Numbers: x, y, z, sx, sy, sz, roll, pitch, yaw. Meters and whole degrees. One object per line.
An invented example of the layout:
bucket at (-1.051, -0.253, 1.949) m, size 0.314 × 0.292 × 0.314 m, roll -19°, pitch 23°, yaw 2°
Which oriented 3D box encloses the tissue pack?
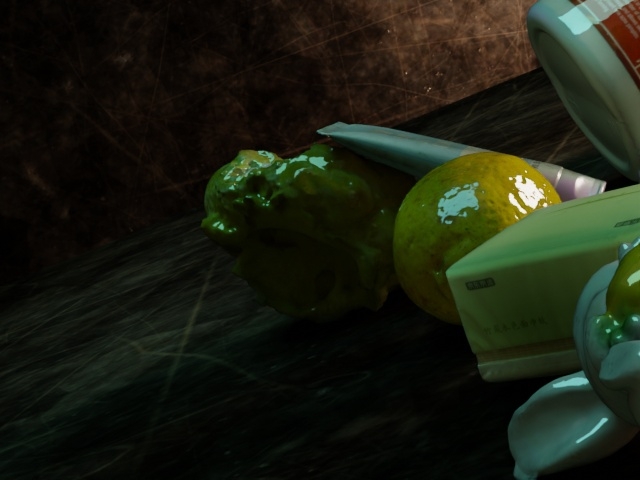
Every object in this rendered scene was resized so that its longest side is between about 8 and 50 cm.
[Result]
tissue pack at (0.247, 0.028, 1.502) m, size 0.234 × 0.125 × 0.159 m, roll -12°, pitch 14°, yaw 46°

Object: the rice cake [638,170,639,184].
rice cake at (0.477, -0.103, 2.004) m, size 0.198 × 0.037 × 0.189 m, roll -27°, pitch 10°, yaw -27°

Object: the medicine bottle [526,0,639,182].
medicine bottle at (0.403, -0.229, 2.136) m, size 0.241 × 0.252 × 0.252 m, roll -32°, pitch 9°, yaw -2°

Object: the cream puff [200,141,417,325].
cream puff at (-0.002, -0.001, 2.079) m, size 0.282 × 0.185 × 0.282 m, roll 15°, pitch -10°, yaw 3°

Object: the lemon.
lemon at (0.156, -0.002, 1.790) m, size 0.170 × 0.170 × 0.207 m, roll -17°, pitch 16°, yaw 34°

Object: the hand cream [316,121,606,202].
hand cream at (0.154, -0.083, 1.993) m, size 0.312 × 0.070 × 0.111 m, roll 20°, pitch 14°, yaw 8°

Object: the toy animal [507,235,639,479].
toy animal at (0.240, 0.076, 1.193) m, size 0.208 × 0.154 × 0.325 m, roll -52°, pitch 1°, yaw -28°
